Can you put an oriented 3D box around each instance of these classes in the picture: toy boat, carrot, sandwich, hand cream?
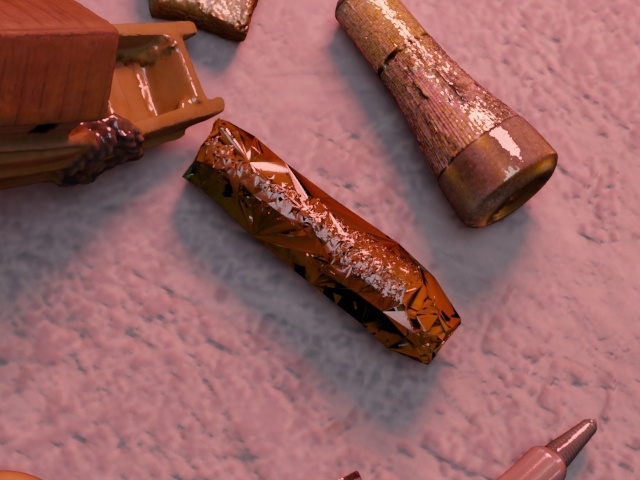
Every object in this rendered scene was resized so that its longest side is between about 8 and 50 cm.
[{"bbox_3d":[-0.227,-0.103,1.185,0.445,0.162,0.136,-7,70,-54],"label":"toy boat"},{"bbox_3d":[0.000,0.000,1.326,0.228,0.069,0.069,39,74,4],"label":"carrot"},{"bbox_3d":[-0.082,-0.205,1.380,0.093,0.036,0.105,21,73,-1],"label":"sandwich"},{"bbox_3d":[0.080,-0.106,1.362,0.084,0.084,0.203,-35,76,-14],"label":"hand cream"}]

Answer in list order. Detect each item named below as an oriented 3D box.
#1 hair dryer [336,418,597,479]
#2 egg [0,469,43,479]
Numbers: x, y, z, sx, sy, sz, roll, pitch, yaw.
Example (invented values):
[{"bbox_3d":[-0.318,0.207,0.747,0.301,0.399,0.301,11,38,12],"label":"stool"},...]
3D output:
[{"bbox_3d":[0.121,0.218,1.302,0.220,0.053,0.195,-25,82,-20],"label":"hair dryer"},{"bbox_3d":[-0.198,0.194,1.242,0.080,0.080,0.096,-29,78,-13],"label":"egg"}]
